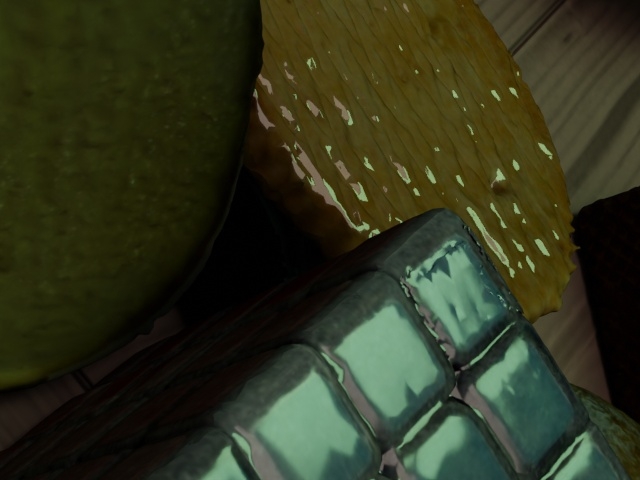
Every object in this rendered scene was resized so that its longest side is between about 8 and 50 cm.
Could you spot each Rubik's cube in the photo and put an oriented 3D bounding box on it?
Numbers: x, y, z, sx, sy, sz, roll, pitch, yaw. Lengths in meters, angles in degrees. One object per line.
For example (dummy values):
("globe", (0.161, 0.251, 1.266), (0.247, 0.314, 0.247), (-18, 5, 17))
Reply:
("Rubik's cube", (-0.022, 0.165, 0.515), (0.237, 0.238, 0.237), (-40, 100, -38))

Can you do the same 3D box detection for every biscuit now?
("biscuit", (0.235, 0.082, 0.836), (0.070, 0.106, 0.252), (-3, 78, -41))
("biscuit", (0.028, -0.069, 0.651), (0.254, 0.035, 0.254), (32, 40, -31))

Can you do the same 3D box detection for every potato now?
("potato", (-0.118, -0.061, 0.528), (0.160, 0.271, 0.111), (-10, 50, -20))

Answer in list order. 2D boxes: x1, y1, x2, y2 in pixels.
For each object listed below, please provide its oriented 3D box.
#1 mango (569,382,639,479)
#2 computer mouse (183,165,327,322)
("mango", (0.160, 0.219, 0.714), (0.193, 0.146, 0.316), (1, 60, -39))
("computer mouse", (0.000, 0.000, 0.683), (0.137, 0.096, 0.233), (-24, 89, -41))
